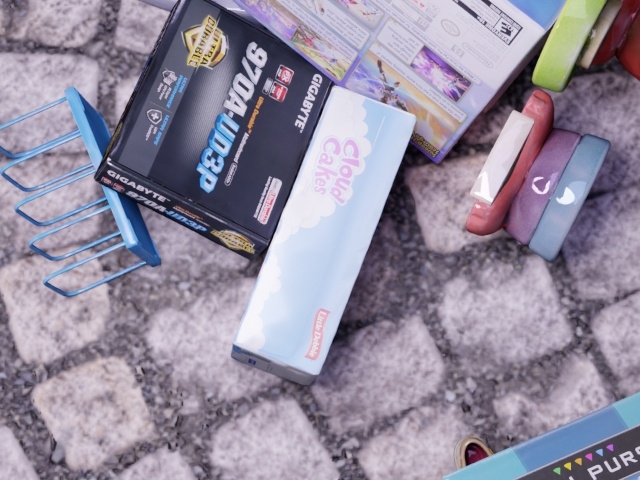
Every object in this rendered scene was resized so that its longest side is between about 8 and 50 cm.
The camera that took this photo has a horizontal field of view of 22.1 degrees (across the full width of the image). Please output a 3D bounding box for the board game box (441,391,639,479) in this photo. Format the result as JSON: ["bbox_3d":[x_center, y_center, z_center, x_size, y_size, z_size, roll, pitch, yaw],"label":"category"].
[{"bbox_3d":[0.293,0.316,1.465,0.253,0.079,0.336,-21,60,-16],"label":"board game box"}]

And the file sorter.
[{"bbox_3d":[-0.246,-0.043,1.625,0.104,0.118,0.170,-23,79,1],"label":"file sorter"}]

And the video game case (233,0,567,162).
[{"bbox_3d":[0.067,-0.229,1.548,0.269,0.244,0.061,39,56,1],"label":"video game case"}]

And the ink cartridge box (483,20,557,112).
[{"bbox_3d":[0.122,-0.257,1.668,0.231,0.078,0.134,40,83,9],"label":"ink cartridge box"}]

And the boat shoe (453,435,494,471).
[{"bbox_3d":[0.164,0.253,1.581,0.050,0.045,0.135,-25,79,-2],"label":"boat shoe"}]

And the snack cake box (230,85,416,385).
[{"bbox_3d":[0.000,0.000,1.582,0.089,0.152,0.264,21,80,1],"label":"snack cake box"}]

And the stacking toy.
[{"bbox_3d":[0.258,-0.118,1.523,0.130,0.279,0.309,27,96,8],"label":"stacking toy"}]

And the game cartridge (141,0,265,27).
[{"bbox_3d":[-0.151,-0.342,1.713,0.294,0.060,0.196,24,77,7],"label":"game cartridge"}]

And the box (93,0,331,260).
[{"bbox_3d":[-0.100,-0.114,1.603,0.175,0.051,0.220,28,60,-12],"label":"box"}]
